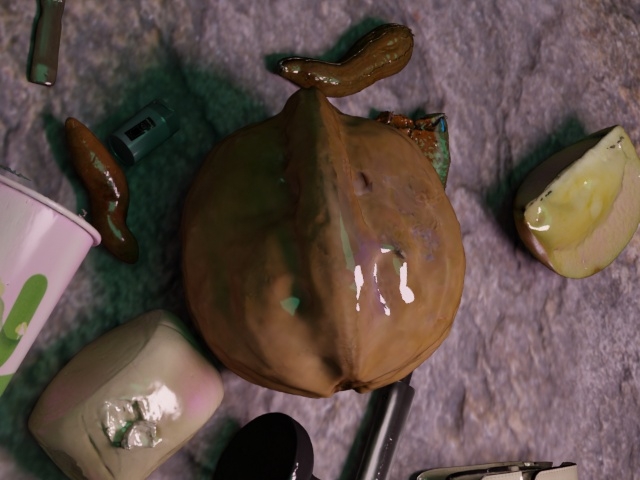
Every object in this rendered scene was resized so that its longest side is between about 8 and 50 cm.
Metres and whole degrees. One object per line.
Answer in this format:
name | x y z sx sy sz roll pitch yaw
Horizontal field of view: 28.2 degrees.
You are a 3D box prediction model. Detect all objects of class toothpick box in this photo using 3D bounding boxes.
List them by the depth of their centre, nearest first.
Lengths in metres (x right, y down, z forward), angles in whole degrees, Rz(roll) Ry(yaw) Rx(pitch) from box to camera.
toothpick box | -0.227 -0.139 1.645 0.083 0.052 0.052 -43 105 -28

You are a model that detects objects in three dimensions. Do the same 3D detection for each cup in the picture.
cup | -0.411 0.058 1.407 0.253 0.253 0.274 30 76 -25

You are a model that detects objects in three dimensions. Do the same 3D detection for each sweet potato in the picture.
sweet potato | -0.271 -0.063 1.606 0.058 0.055 0.202 -20 97 4
sweet potato | 0.043 -0.250 1.827 0.233 0.062 0.081 -23 80 -29

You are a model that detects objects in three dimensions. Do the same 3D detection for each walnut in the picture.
walnut | -0.005 0.014 1.603 0.383 0.383 0.384 5 80 -31

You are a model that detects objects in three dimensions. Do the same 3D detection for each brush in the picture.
brush | -0.338 -0.289 1.614 0.034 0.027 0.190 12 78 -28

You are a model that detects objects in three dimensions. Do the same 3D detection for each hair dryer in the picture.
hair dryer | 0.017 0.289 1.733 0.320 0.155 0.284 29 48 -39

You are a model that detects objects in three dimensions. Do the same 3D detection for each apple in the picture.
apple | 0.397 -0.045 1.983 0.265 0.120 0.193 -40 117 -27

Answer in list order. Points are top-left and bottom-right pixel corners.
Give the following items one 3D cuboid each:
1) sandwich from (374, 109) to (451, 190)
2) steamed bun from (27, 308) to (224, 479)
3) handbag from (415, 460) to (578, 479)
sandwich | 0.121 -0.103 1.839 0.159 0.079 0.235 51 62 -15
steamed bun | -0.220 0.195 1.542 0.238 0.152 0.170 -43 106 -27
handbag | 0.277 0.499 1.805 0.236 0.160 0.359 2 82 -39
